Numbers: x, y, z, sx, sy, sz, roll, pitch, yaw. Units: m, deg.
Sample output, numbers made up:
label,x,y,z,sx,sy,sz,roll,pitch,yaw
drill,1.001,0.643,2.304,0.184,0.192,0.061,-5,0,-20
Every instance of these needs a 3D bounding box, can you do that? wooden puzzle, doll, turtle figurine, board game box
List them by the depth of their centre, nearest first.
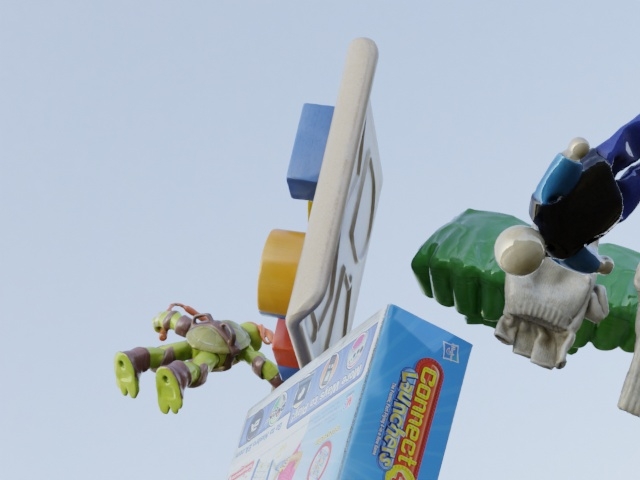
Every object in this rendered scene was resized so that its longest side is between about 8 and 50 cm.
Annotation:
label,x,y,z,sx,sy,sz,roll,pitch,yaw
doll,0.201,-0.029,1.315,0.189,0.046,0.129,-35,-49,-28
board game box,-0.010,0.247,1.530,0.086,0.302,0.308,26,-30,-15
wooden puzzle,0.000,0.000,1.891,0.080,0.322,0.348,10,-26,7
turtle figurine,-0.125,0.140,2.135,0.217,0.269,0.087,-21,-46,-49

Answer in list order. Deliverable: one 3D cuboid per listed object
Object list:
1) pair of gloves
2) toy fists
label,x,y,z,sx,sy,sz,roll,pitch,yaw
pair of gloves,0.300,0.057,1.803,0.240,0.204,0.042,28,-17,-10
toy fists,0.235,0.051,1.941,0.142,0.279,0.096,-38,-39,-59
